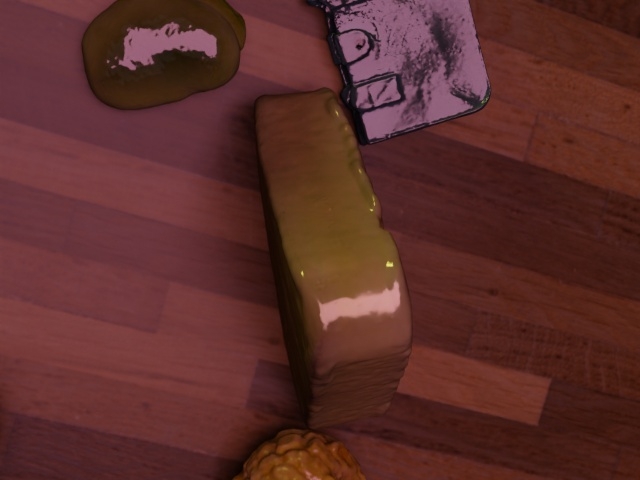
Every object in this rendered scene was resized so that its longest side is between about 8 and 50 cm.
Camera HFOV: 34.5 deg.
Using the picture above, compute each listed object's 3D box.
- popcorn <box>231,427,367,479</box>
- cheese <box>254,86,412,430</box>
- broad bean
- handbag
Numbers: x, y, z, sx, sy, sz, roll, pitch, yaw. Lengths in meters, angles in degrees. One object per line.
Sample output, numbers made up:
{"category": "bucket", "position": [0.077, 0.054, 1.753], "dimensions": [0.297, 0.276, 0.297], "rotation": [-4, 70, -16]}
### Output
{"category": "popcorn", "position": [-0.020, 0.305, 1.176], "dimensions": [0.180, 0.180, 0.170], "rotation": [25, 65, -16]}
{"category": "cheese", "position": [0.000, 0.000, 1.084], "dimensions": [0.104, 0.384, 0.384], "rotation": [-10, 99, -5]}
{"category": "broad bean", "position": [-0.165, -0.206, 1.100], "dimensions": [0.174, 0.082, 0.124], "rotation": [-9, 101, -14]}
{"category": "handbag", "position": [0.085, -0.235, 1.168], "dimensions": [0.179, 0.062, 0.229], "rotation": [-17, 101, -11]}
